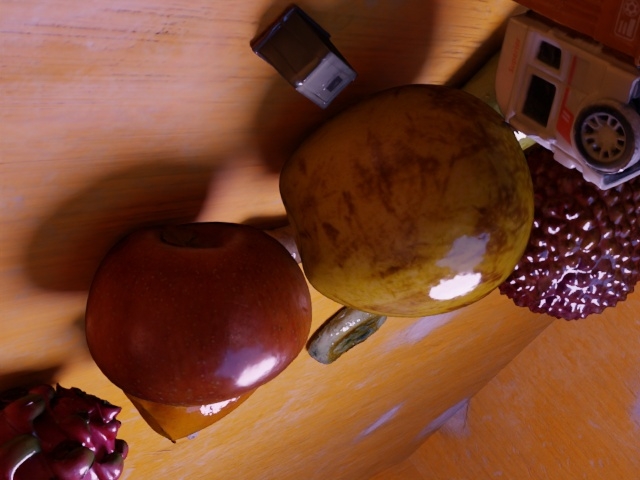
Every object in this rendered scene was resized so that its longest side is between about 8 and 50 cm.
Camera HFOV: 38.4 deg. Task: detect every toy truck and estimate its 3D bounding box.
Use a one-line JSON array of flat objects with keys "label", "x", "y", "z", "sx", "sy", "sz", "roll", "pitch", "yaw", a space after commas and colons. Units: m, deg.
[{"label": "toy truck", "x": 0.286, "y": -0.257, "z": 0.850, "sx": 0.173, "sy": 0.207, "sz": 0.387, "roll": -22, "pitch": 134, "yaw": -37}]

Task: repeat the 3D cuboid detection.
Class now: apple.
[{"label": "apple", "x": -0.128, "y": 0.067, "z": 0.967, "sx": 0.235, "sy": 0.210, "sz": 0.173, "roll": -20, "pitch": 117, "yaw": -31}]

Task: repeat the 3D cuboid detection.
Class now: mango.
[{"label": "mango", "x": -0.126, "y": 0.129, "z": 1.149, "sx": 0.257, "sy": 0.138, "sz": 0.187, "roll": -37, "pitch": -169, "yaw": -17}]

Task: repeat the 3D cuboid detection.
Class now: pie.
[{"label": "pie", "x": 0.059, "y": 0.166, "z": 1.700, "sx": 0.187, "sy": 0.041, "sz": 0.187, "roll": -34, "pitch": 159, "yaw": -15}]

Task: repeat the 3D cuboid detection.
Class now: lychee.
[{"label": "lychee", "x": 0.416, "y": -0.020, "z": 1.550, "sx": 0.306, "sy": 0.306, "sz": 0.330, "roll": -20, "pitch": 140, "yaw": -40}]

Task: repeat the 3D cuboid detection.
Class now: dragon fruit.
[{"label": "dragon fruit", "x": -0.352, "y": 0.261, "z": 1.050, "sx": 0.273, "sy": 0.218, "sz": 0.198, "roll": 16, "pitch": 79, "yaw": -59}]

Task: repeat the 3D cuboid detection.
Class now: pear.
[{"label": "pear", "x": 0.095, "y": -0.039, "z": 1.020, "sx": 0.281, "sy": 0.280, "sz": 0.280, "roll": -32, "pitch": 159, "yaw": -14}]

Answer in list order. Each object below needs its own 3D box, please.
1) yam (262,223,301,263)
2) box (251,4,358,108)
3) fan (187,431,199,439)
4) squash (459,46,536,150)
[{"label": "yam", "x": 0.000, "y": 0.000, "z": 1.231, "sx": 0.300, "sy": 0.066, "sz": 0.066, "roll": -13, "pitch": 148, "yaw": -49}, {"label": "box", "x": -0.012, "y": -0.168, "z": 0.861, "sx": 0.060, "sy": 0.063, "sz": 0.085, "roll": -42, "pitch": 158, "yaw": 11}, {"label": "fan", "x": -0.140, "y": 0.249, "z": 1.581, "sx": 0.282, "sy": 0.023, "sz": 0.057, "roll": -44, "pitch": 160, "yaw": 11}, {"label": "squash", "x": 0.195, "y": -0.133, "z": 1.210, "sx": 0.287, "sy": 0.137, "sz": 0.137, "roll": -40, "pitch": 160, "yaw": 23}]
